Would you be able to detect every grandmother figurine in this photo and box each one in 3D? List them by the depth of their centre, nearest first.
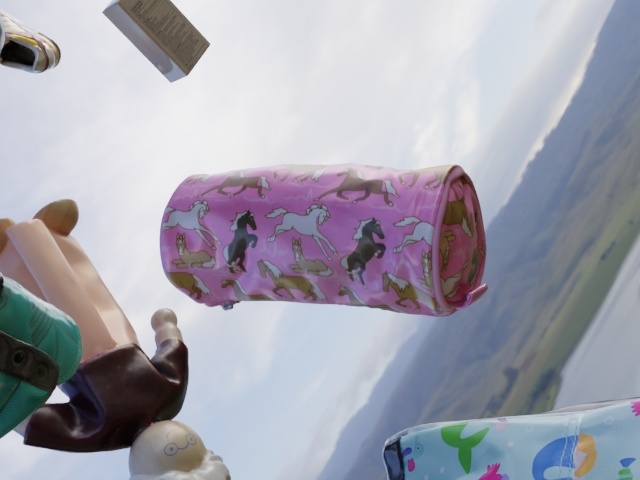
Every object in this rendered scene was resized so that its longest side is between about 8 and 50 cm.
[{"bbox_3d":[-0.207,0.120,0.754,0.207,0.342,0.104,-29,-21,-33],"label":"grandmother figurine"}]

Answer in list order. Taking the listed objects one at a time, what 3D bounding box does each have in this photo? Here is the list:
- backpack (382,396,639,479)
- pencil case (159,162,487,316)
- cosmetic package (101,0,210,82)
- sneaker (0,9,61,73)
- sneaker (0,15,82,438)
[{"bbox_3d":[0.158,0.166,0.336,0.253,0.225,0.191,-28,33,36],"label":"backpack"},{"bbox_3d":[0.000,0.000,0.951,0.167,0.385,0.160,60,-139,-42],"label":"pencil case"},{"bbox_3d":[-0.191,-0.248,0.945,0.115,0.041,0.060,47,-123,-28],"label":"cosmetic package"},{"bbox_3d":[-0.512,-0.323,1.284,0.084,0.185,0.070,-69,1,-67],"label":"sneaker"},{"bbox_3d":[-0.205,0.015,0.451,0.178,0.124,0.296,22,-74,-46],"label":"sneaker"}]
